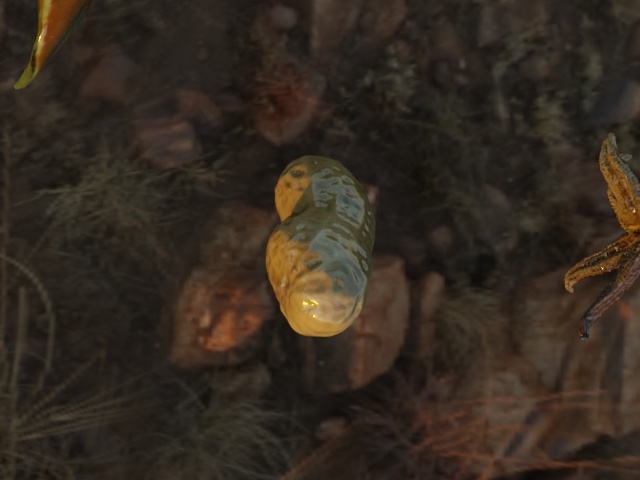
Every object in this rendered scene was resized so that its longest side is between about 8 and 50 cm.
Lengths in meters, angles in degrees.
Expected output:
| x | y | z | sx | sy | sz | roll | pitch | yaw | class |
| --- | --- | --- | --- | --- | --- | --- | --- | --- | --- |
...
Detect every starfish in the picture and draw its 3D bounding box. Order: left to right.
| x | y | z | sx | sy | sz | roll | pitch | yaw | class |
| --- | --- | --- | --- | --- | --- | --- | --- | --- | --- |
| 0.187 | -0.001 | 0.841 | 0.041 | 0.130 | 0.133 | 13 | 87 | -7 | starfish |

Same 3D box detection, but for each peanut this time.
| x | y | z | sx | sy | sz | roll | pitch | yaw | class |
| --- | --- | --- | --- | --- | --- | --- | --- | --- | --- |
| 0.000 | 0.000 | 0.685 | 0.054 | 0.054 | 0.113 | 34 | 34 | -27 | peanut |

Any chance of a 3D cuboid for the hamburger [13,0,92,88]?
| x | y | z | sx | sy | sz | roll | pitch | yaw | class |
| --- | --- | --- | --- | --- | --- | --- | --- | --- | --- |
| -0.130 | -0.163 | 0.362 | 0.276 | 0.260 | 0.150 | -39 | 148 | 10 | hamburger |
